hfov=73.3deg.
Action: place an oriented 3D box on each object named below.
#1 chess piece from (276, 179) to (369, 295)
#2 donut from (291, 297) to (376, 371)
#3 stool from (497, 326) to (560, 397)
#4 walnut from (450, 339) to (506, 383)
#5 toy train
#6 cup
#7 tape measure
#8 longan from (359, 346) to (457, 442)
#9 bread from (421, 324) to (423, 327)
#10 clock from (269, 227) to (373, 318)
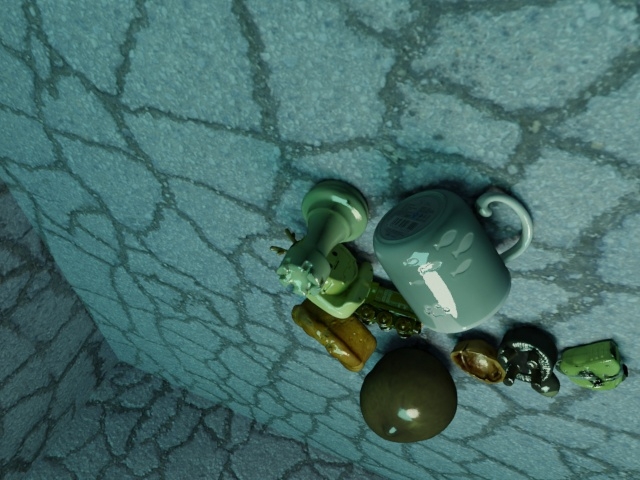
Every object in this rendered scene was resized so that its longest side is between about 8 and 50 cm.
[{"bbox_3d":[0.000,0.000,1.136,0.195,0.299,0.194,16,139,14],"label":"chess piece"},{"bbox_3d":[0.047,0.308,1.481,0.317,0.150,0.299,37,167,26],"label":"donut"},{"bbox_3d":[0.623,0.366,1.266,0.228,0.139,0.153,41,133,13],"label":"stool"},{"bbox_3d":[0.525,0.382,1.415,0.167,0.087,0.211,-4,136,40],"label":"walnut"},{"bbox_3d":[0.218,0.216,1.357,0.226,0.137,0.090,16,161,20],"label":"toy train"},{"bbox_3d":[0.324,0.012,1.034,0.357,0.259,0.274,-33,115,14],"label":"cup"},{"bbox_3d":[0.791,0.371,1.248,0.154,0.087,0.178,40,142,-15],"label":"tape measure"},{"bbox_3d":[0.310,0.555,1.542,0.361,0.360,0.360,16,140,14],"label":"longan"},{"bbox_3d":[0.305,0.254,1.412,0.070,0.076,0.083,16,141,9],"label":"bread"},{"bbox_3d":[0.003,0.074,1.279,0.308,0.235,0.096,35,124,-2],"label":"clock"}]
